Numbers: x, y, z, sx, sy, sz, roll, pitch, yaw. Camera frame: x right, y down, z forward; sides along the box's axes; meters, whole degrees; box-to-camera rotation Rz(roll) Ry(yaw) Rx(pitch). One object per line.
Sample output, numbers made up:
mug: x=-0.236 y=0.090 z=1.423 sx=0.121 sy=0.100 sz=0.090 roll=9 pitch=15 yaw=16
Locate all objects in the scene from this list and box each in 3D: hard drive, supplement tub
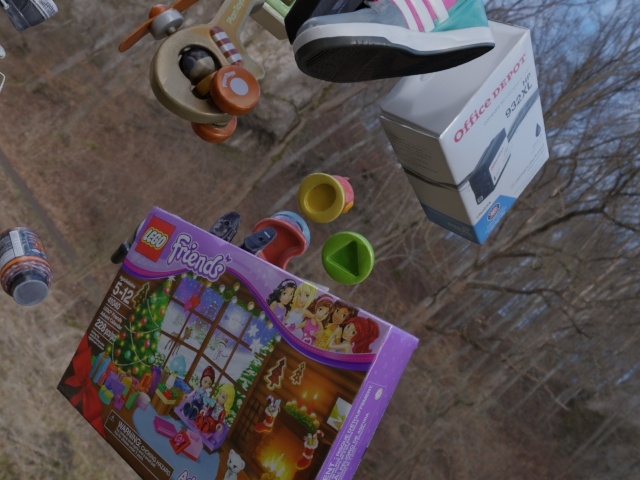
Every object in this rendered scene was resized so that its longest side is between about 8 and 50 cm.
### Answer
hard drive: x=0.055 y=-0.427 z=0.974 sx=0.054 sy=0.255 sz=0.172 roll=53 pitch=-41 yaw=4
supplement tub: x=-0.663 y=0.060 z=1.272 sx=0.198 sy=0.106 sz=0.106 roll=47 pitch=-17 yaw=42

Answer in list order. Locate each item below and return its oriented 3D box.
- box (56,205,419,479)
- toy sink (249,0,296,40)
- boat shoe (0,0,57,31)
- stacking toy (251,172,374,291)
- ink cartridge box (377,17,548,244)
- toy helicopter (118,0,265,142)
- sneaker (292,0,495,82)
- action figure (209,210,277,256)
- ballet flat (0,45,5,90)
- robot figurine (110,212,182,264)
box: x=-0.089 y=0.107 z=0.481 sx=0.293 sy=0.201 sz=0.057 roll=23 pitch=-7 yaw=37
toy sink: x=-0.125 y=-0.610 z=1.329 sx=0.234 sy=0.152 sz=0.131 roll=35 pitch=-2 yaw=-25
boat shoe: x=-0.636 y=-0.508 z=1.106 sx=0.301 sy=0.102 sz=0.108 roll=44 pitch=-11 yaw=17
stacking toy: x=0.000 y=0.000 z=1.444 sx=0.309 sy=0.130 sz=0.279 roll=-36 pitch=-92 yaw=27
ink cartridge box: x=0.250 y=-0.172 z=0.941 sx=0.129 sy=0.223 sz=0.307 roll=34 pitch=-11 yaw=38
toy helicopter: x=-0.197 y=-0.369 z=1.019 sx=0.235 sy=0.355 sz=0.140 roll=29 pitch=-29 yaw=-19
sneaker: x=0.079 y=-0.294 z=0.666 sx=0.124 sy=0.295 sz=0.178 roll=-16 pitch=-90 yaw=54
action figure: x=-0.197 y=0.061 z=1.170 sx=0.185 sy=0.099 sz=0.285 roll=36 pitch=-43 yaw=-1
ballet flat: x=-0.664 y=-0.349 z=1.118 sx=0.077 sy=0.077 sz=0.231 roll=6 pitch=-87 yaw=59
robot figurine: x=-0.484 y=0.029 z=1.677 sx=0.173 sy=0.209 sz=0.278 roll=43 pitch=-39 yaw=-13
